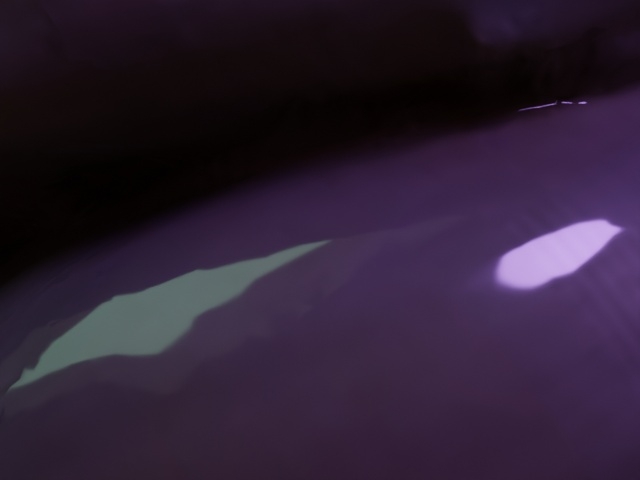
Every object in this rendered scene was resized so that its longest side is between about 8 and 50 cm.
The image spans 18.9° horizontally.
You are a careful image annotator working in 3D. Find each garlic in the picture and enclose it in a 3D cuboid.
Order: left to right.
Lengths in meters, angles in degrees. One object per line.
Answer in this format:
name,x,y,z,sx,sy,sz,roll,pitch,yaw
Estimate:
garlic,-0.014,-0.014,0.419,0.340,0.231,0.246,-25,10,5
